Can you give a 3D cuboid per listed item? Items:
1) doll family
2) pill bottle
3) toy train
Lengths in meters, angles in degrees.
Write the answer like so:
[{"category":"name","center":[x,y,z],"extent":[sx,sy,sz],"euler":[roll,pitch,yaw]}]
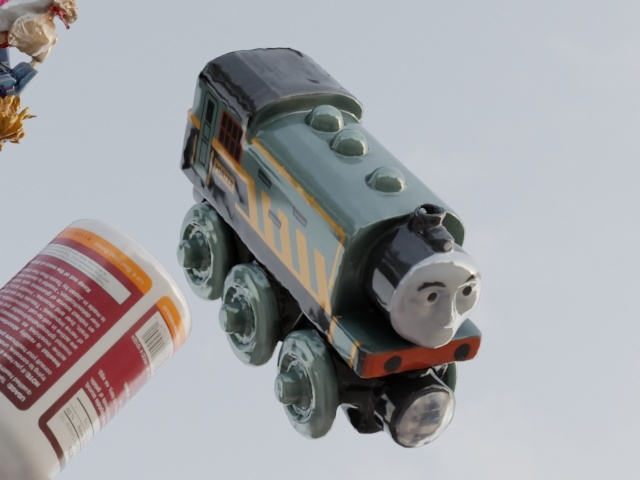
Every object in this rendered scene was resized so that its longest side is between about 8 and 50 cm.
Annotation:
[{"category":"doll family","center":[-0.305,-0.132,1.294],"extent":[0.263,0.163,0.118],"euler":[-20,-40,-4]},{"category":"pill bottle","center":[-0.141,0.067,0.789],"extent":[0.086,0.152,0.086],"euler":[33,-29,21]},{"category":"toy train","center":[0.000,0.000,1.159],"extent":[0.142,0.334,0.190],"euler":[-7,-55,-28]}]
